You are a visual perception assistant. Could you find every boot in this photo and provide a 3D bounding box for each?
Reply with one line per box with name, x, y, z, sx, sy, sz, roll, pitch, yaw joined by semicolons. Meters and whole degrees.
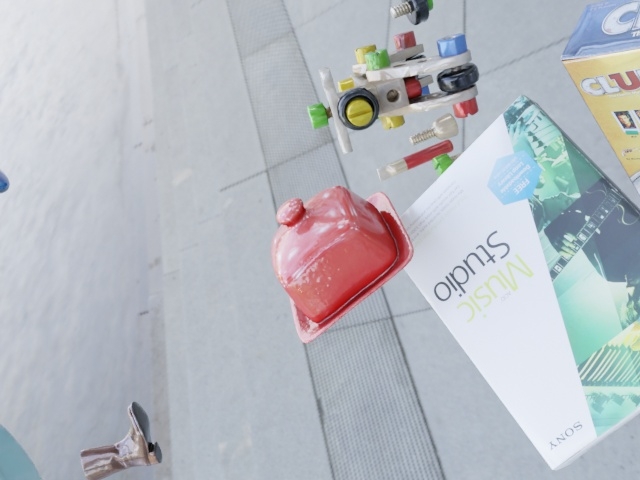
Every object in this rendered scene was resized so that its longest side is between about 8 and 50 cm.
boot;-0.291;0.282;0.979;0.114;0.106;0.037;-14;17;5

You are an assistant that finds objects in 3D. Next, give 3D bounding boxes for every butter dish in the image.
butter dish;0.000;0.000;0.767;0.160;0.118;0.160;-39;30;13

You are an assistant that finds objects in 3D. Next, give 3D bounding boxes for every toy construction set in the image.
toy construction set;0.094;-0.201;1.088;0.237;0.308;0.257;-24;46;-5

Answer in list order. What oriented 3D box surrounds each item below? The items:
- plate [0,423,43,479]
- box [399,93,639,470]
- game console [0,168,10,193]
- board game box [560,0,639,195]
plate;-0.299;0.193;0.580;0.024;0.188;0.188;-42;39;-2
box;0.235;0.038;0.740;0.232;0.058;0.322;-48;61;23
game console;-0.387;-0.058;0.435;0.250;0.173;0.293;-43;45;-16
board game box;0.254;-0.053;0.308;0.243;0.165;0.042;5;58;49
